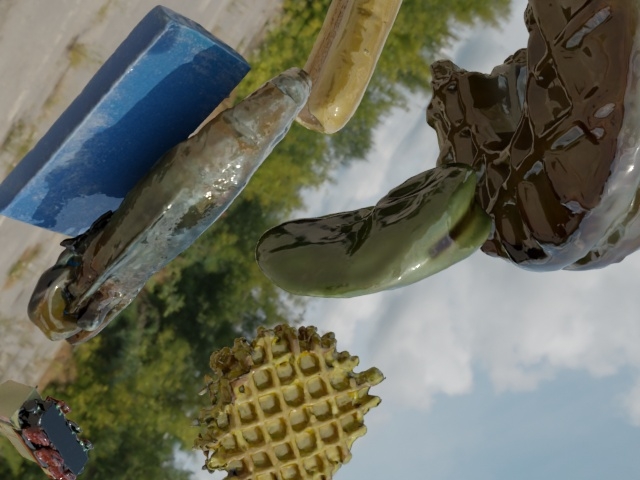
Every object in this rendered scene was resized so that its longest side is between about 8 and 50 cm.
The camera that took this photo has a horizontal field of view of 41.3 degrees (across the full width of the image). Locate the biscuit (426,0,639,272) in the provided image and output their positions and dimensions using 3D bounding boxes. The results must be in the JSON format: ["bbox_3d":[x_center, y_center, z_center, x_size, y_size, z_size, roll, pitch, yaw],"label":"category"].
[{"bbox_3d":[0.198,-0.105,0.731,0.366,0.115,0.268,117,-34,-68],"label":"biscuit"}]

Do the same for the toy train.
[{"bbox_3d":[-0.301,0.208,0.913,0.138,0.087,0.050,78,33,-45],"label":"toy train"}]

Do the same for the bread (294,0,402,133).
[{"bbox_3d":[0.050,-0.312,1.328,0.142,0.091,0.305,11,-103,58],"label":"bread"}]

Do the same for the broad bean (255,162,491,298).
[{"bbox_3d":[0.044,0.000,0.737,0.207,0.072,0.153,-19,-164,15],"label":"broad bean"}]

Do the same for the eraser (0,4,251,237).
[{"bbox_3d":[-0.231,-0.128,0.992,0.312,0.042,0.144,-44,146,17],"label":"eraser"}]

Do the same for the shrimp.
[{"bbox_3d":[-0.179,-0.048,1.019,0.446,0.110,0.221,-43,-168,3],"label":"shrimp"}]

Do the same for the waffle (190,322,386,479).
[{"bbox_3d":[-0.040,0.183,0.912,0.070,0.197,0.193,14,-94,66],"label":"waffle"}]
